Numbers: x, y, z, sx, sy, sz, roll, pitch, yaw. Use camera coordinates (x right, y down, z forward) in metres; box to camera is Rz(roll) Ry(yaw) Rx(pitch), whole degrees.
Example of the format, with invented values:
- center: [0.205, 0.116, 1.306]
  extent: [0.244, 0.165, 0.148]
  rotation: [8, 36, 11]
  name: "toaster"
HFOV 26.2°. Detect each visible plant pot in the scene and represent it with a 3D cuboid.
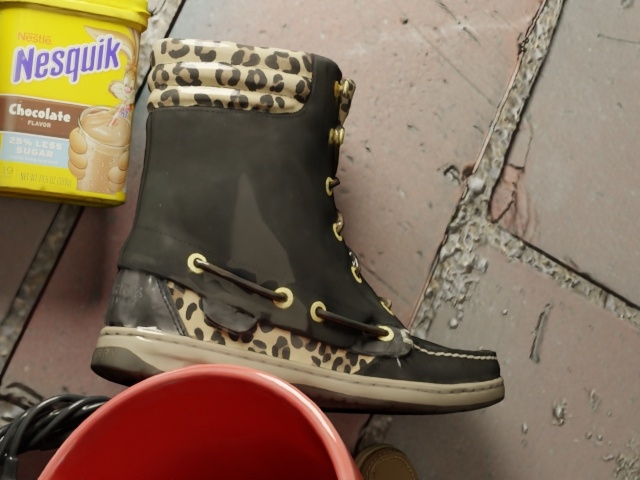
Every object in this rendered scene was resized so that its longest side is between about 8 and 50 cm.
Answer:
- center: [-0.057, 0.263, 1.023]
  extent: [0.275, 0.275, 0.243]
  rotation: [-60, 147, -15]
  name: "plant pot"

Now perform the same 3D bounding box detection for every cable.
- center: [-0.201, 0.199, 1.107]
  extent: [0.184, 0.047, 0.150]
  rotation: [-45, 99, -17]
  name: "cable"

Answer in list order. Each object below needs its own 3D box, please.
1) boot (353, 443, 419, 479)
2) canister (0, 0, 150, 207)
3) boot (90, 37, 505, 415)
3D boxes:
- center: [0.093, 0.282, 1.155]
  extent: [0.077, 0.165, 0.213]
  rotation: [-8, 91, -24]
  name: "boot"
- center: [-0.208, -0.117, 1.105]
  extent: [0.126, 0.073, 0.170]
  rotation: [6, 85, -24]
  name: "canister"
- center: [0.000, 0.000, 1.153]
  extent: [0.377, 0.138, 0.284]
  rotation: [9, 78, -27]
  name: "boot"
